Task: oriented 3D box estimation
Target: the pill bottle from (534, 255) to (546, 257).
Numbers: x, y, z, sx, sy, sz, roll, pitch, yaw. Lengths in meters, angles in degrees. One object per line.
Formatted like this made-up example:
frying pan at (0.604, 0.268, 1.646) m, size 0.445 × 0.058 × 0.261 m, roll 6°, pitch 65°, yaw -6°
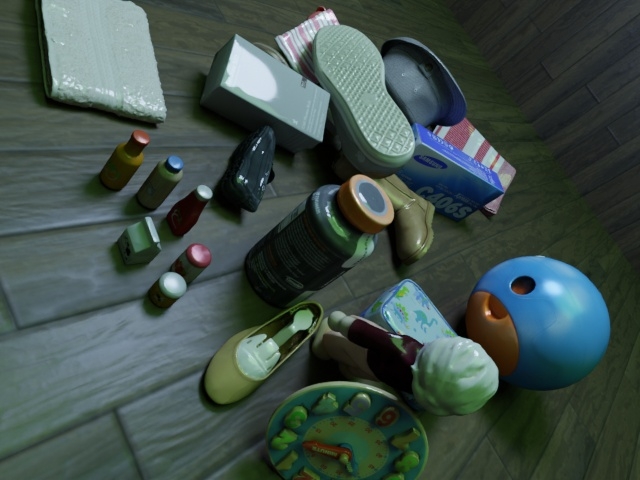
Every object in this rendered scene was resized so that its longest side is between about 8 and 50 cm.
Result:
pill bottle at (0.645, 0.159, 1.402) m, size 0.124 × 0.124 × 0.221 m, roll 25°, pitch 46°, yaw -31°

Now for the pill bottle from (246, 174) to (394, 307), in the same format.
pill bottle at (0.000, 0.000, 0.765) m, size 0.130 × 0.246 × 0.130 m, roll 27°, pitch 44°, yaw -29°

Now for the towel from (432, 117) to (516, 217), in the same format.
towel at (0.499, -0.263, 1.601) m, size 0.329 × 0.037 × 0.237 m, roll 41°, pitch 60°, yaw -13°

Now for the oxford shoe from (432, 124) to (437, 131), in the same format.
oxford shoe at (0.432, -0.355, 1.669) m, size 0.076 × 0.076 × 0.212 m, roll -24°, pitch 80°, yaw -21°

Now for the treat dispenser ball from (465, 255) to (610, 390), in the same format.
treat dispenser ball at (0.466, 0.178, 1.065) m, size 0.288 × 0.288 × 0.288 m, roll 27°, pitch 44°, yaw -29°

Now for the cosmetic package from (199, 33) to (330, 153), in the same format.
cosmetic package at (-0.108, -0.287, 0.988) m, size 0.238 × 0.107 × 0.127 m, roll 22°, pitch 69°, yaw -36°

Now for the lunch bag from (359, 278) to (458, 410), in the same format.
lunch bag at (0.183, 0.193, 0.924) m, size 0.219 × 0.090 × 0.176 m, roll 52°, pitch 38°, yaw 1°

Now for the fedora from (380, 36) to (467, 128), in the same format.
fedora at (0.219, -0.363, 1.219) m, size 0.124 × 0.244 × 0.275 m, roll -41°, pitch 103°, yaw -11°

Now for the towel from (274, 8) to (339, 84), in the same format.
towel at (-0.003, -0.474, 1.198) m, size 0.197 × 0.029 × 0.144 m, roll -40°, pitch 98°, yaw -28°

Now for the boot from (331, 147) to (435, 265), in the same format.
boot at (0.135, -0.092, 1.124) m, size 0.270 × 0.089 × 0.236 m, roll 38°, pitch 36°, yaw -13°

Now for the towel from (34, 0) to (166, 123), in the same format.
towel at (-0.367, -0.326, 0.820) m, size 0.187 × 0.049 × 0.282 m, roll 4°, pitch 58°, yaw -44°

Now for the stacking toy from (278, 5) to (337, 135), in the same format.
stacking toy at (0.032, -0.439, 1.257) m, size 0.309 × 0.130 × 0.279 m, roll 43°, pitch 38°, yaw -10°

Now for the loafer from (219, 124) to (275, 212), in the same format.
loafer at (-0.121, -0.136, 0.903) m, size 0.078 × 0.076 × 0.223 m, roll 48°, pitch 33°, yaw -28°

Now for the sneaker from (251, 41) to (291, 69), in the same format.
sneaker at (-0.100, -0.373, 1.116) m, size 0.188 × 0.066 × 0.071 m, roll 42°, pitch 35°, yaw -13°

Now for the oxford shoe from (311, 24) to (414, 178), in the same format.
oxford shoe at (0.080, -0.319, 1.104) m, size 0.169 × 0.130 × 0.449 m, roll -12°, pitch 62°, yaw -14°

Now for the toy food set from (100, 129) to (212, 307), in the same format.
toy food set at (-0.215, -0.033, 0.687) m, size 0.111 × 0.104 × 0.232 m, roll -5°, pitch 64°, yaw -48°

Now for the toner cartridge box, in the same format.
toner cartridge box at (0.316, -0.168, 1.299) m, size 0.348 × 0.165 × 0.075 m, roll 20°, pitch 48°, yaw -34°

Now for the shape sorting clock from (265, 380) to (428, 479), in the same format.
shape sorting clock at (0.032, 0.264, 0.618) m, size 0.206 × 0.206 × 0.040 m, roll 41°, pitch 26°, yaw -13°

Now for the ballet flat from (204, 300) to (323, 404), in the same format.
ballet flat at (-0.074, 0.147, 0.711) m, size 0.080 × 0.073 × 0.232 m, roll 52°, pitch 37°, yaw 2°

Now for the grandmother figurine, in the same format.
grandmother figurine at (0.098, 0.159, 0.666) m, size 0.208 × 0.342 × 0.104 m, roll 31°, pitch 74°, yaw -19°

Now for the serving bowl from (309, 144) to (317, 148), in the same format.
serving bowl at (-0.033, -0.251, 1.119) m, size 0.083 × 0.027 × 0.083 m, roll 28°, pitch 43°, yaw -29°
